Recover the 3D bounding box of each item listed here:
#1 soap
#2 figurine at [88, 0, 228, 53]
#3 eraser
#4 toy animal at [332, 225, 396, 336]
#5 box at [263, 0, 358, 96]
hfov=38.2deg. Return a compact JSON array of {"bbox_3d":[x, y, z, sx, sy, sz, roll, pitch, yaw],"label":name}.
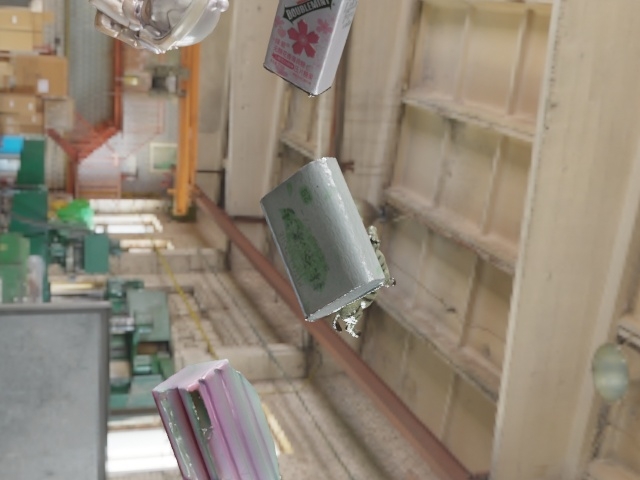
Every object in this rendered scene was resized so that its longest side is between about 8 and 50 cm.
[{"bbox_3d":[-0.187,0.397,1.796,0.109,0.193,0.323,-14,-80,33],"label":"soap"},{"bbox_3d":[-0.241,-0.365,1.426,0.237,0.141,0.162,10,-107,46],"label":"figurine"},{"bbox_3d":[0.000,0.000,1.551,0.174,0.081,0.227,-32,-106,36],"label":"eraser"},{"bbox_3d":[0.082,0.085,1.799,0.073,0.176,0.217,35,-84,26],"label":"toy animal"},{"bbox_3d":[-0.022,-0.561,2.360,0.190,0.112,0.369,33,-48,16],"label":"box"}]
